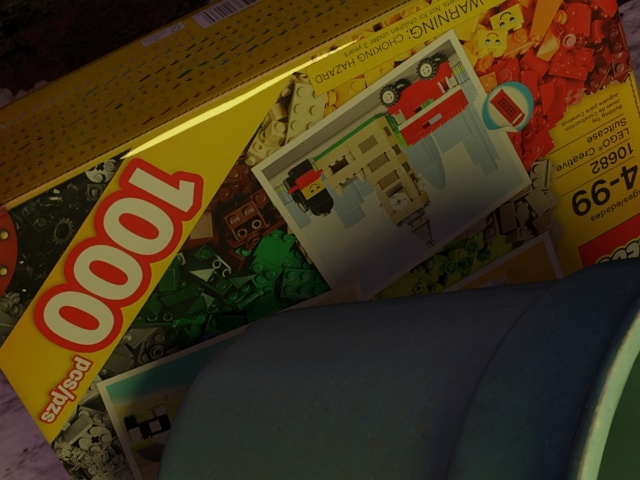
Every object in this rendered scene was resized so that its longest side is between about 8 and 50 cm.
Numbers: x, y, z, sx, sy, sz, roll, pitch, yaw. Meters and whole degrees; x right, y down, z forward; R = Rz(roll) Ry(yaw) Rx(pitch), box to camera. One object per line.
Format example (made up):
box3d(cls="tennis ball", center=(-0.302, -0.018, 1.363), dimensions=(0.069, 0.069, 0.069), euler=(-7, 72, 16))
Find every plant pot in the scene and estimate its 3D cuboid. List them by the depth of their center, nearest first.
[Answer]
box3d(cls="plant pot", center=(0.101, 0.165, 0.693), dimensions=(0.334, 0.341, 0.341), euler=(-2, 35, 47))

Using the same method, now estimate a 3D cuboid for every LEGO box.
box3d(cls="LEGO box", center=(0.000, 0.000, 0.951), dimensions=(0.500, 0.372, 0.193), euler=(-28, 30, -7))
